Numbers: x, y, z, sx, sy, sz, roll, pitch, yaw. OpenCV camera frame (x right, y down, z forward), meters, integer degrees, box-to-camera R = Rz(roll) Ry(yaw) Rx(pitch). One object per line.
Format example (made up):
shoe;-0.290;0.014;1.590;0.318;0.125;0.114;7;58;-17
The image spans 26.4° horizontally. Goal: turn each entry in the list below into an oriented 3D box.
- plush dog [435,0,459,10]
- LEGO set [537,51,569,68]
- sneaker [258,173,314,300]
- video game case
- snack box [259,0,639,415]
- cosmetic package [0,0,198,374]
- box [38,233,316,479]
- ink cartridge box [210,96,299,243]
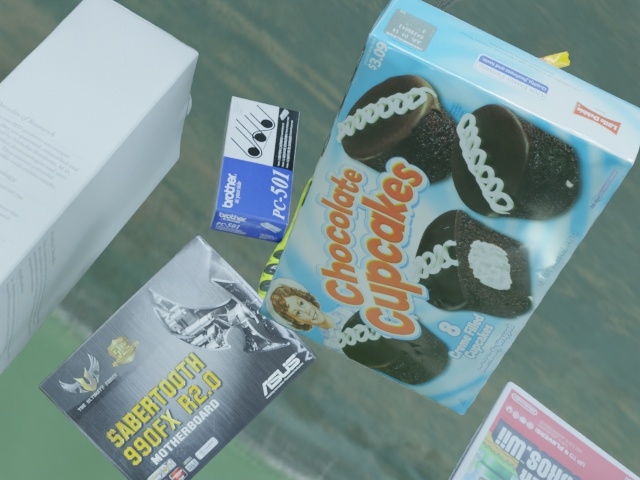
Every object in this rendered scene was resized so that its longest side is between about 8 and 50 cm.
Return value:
plush dog;0.113;-0.349;1.253;0.210;0.262;0.225;-22;77;-8
LEGO set;0.284;-0.213;1.840;0.093;0.227;0.087;-16;101;-18
sneaker;0.000;0.000;1.823;0.109;0.295;0.123;33;151;7
video game case;0.232;0.301;1.471;0.204;0.285;0.025;37;134;3
snack box;0.082;-0.012;0.987;0.187;0.060;0.322;26;140;3
cosmetic package;-0.302;-0.065;1.496;0.156;0.385;0.217;30;144;6
box;-0.148;0.135;1.432;0.231;0.056;0.183;-43;96;-2
ink cartridge box;-0.086;-0.096;1.817;0.097;0.207;0.046;12;140;-9
